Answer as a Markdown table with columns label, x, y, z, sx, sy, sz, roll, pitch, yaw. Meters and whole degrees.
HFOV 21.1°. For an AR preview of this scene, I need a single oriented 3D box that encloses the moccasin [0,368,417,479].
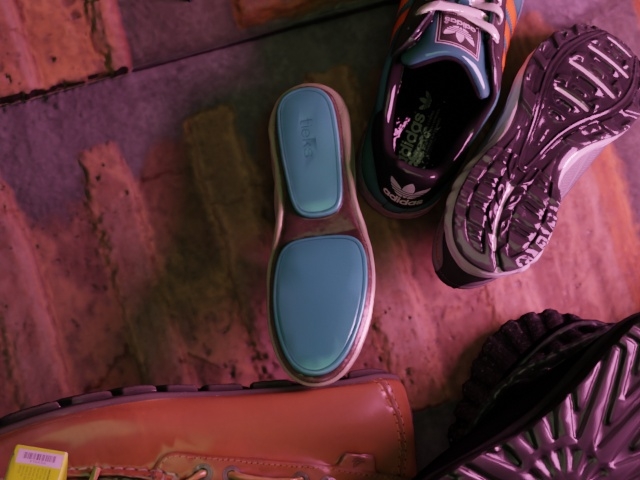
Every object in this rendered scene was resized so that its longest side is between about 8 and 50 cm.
| label | x | y | z | sx | sy | sz | roll | pitch | yaw |
| --- | --- | --- | --- | --- | --- | --- | --- | --- | --- |
| moccasin | -0.112 | 0.187 | 1.298 | 0.380 | 0.139 | 0.147 | -2 | 76 | -18 |

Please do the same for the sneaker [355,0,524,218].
| label | x | y | z | sx | sy | sz | roll | pitch | yaw |
| --- | --- | --- | --- | --- | --- | --- | --- | --- | --- |
| sneaker | 0.110 | -0.165 | 1.362 | 0.108 | 0.121 | 0.302 | 16 | 82 | -7 |

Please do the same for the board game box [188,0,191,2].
| label | x | y | z | sx | sy | sz | roll | pitch | yaw |
| --- | --- | --- | --- | --- | --- | --- | --- | --- | --- |
| board game box | -0.066 | -0.332 | 1.401 | 0.136 | 0.030 | 0.259 | 43 | 80 | -4 |

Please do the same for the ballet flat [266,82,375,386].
| label | x | y | z | sx | sy | sz | roll | pitch | yaw |
| --- | --- | --- | --- | --- | --- | --- | --- | --- | --- |
| ballet flat | 0.000 | 0.000 | 1.337 | 0.086 | 0.086 | 0.248 | 4 | 71 | -8 |

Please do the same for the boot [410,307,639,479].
| label | x | y | z | sx | sy | sz | roll | pitch | yaw |
| --- | --- | --- | --- | --- | --- | --- | --- | --- | --- |
| boot | 0.128 | 0.177 | 1.259 | 0.348 | 0.260 | 0.131 | -36 | 97 | -16 |

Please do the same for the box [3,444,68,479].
| label | x | y | z | sx | sy | sz | roll | pitch | yaw |
| --- | --- | --- | --- | --- | --- | --- | --- | --- | --- |
| box | -0.209 | 0.244 | 1.186 | 0.042 | 0.109 | 0.178 | 9 | 123 | -2 |

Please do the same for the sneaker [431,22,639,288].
| label | x | y | z | sx | sy | sz | roll | pitch | yaw |
| --- | --- | --- | --- | --- | --- | --- | --- | --- | --- |
| sneaker | 0.168 | -0.070 | 1.378 | 0.100 | 0.108 | 0.271 | 39 | 64 | -1 |
